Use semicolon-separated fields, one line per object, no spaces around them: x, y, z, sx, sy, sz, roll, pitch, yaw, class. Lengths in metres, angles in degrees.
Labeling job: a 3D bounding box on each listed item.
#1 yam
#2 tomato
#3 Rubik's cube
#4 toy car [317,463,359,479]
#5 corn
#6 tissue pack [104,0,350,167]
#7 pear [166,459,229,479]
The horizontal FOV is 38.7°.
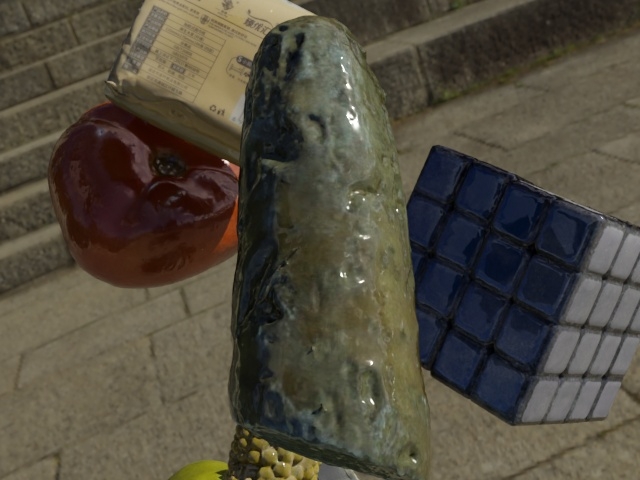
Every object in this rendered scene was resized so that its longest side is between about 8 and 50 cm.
0.000;0.000;0.617;0.133;0.330;0.133;-2;-16;-1;yam
-0.205;-0.054;1.113;0.260;0.260;0.180;-37;-10;-42;tomato
0.325;0.080;1.498;0.337;0.345;0.343;29;11;39;Rubik's cube
-0.001;0.255;0.972;0.071;0.062;0.165;-2;44;-41;toy car
-0.048;0.226;0.783;0.086;0.086;0.288;-2;65;43;corn
-0.102;-0.190;0.993;0.090;0.222;0.186;104;-169;-81;tissue pack
-0.091;0.396;1.010;0.252;0.253;0.307;-26;42;-18;pear
